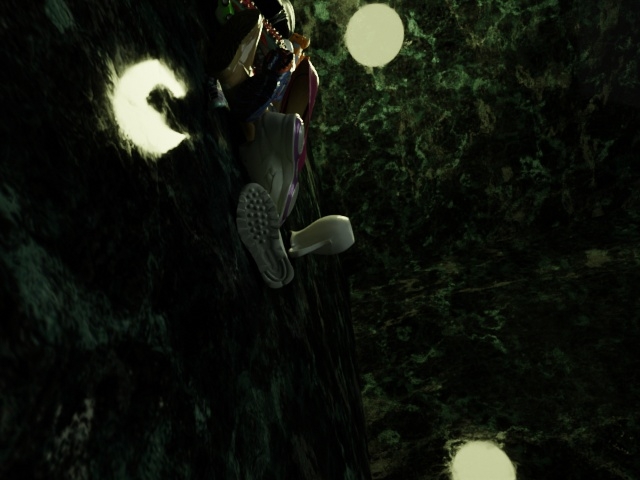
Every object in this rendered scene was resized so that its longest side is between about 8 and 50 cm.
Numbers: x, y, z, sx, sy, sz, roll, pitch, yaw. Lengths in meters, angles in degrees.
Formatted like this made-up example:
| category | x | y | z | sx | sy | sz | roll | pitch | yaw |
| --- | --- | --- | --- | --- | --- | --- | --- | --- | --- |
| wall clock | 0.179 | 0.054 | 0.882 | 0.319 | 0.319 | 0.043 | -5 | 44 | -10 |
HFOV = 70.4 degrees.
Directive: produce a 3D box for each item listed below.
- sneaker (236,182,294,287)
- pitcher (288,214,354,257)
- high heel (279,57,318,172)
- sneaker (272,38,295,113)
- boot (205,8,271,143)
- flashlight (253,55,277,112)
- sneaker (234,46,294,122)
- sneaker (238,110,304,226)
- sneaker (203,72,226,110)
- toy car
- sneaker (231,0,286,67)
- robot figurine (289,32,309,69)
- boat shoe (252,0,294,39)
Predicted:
| category | x | y | z | sx | sy | sz | roll | pitch | yaw |
| --- | --- | --- | --- | --- | --- | --- | --- | --- | --- |
| sneaker | -0.126 | -0.014 | 0.974 | 0.095 | 0.090 | 0.235 | -122 | -162 | -66 |
| pitcher | 0.000 | 0.000 | 1.456 | 0.178 | 0.207 | 0.126 | -84 | 159 | -69 |
| high heel | -0.094 | -0.353 | 1.363 | 0.181 | 0.127 | 0.378 | 83 | 17 | -69 |
| sneaker | -0.116 | -0.522 | 1.524 | 0.129 | 0.110 | 0.297 | 18 | -70 | 55 |
| boot | -0.172 | -0.382 | 1.117 | 0.269 | 0.089 | 0.236 | 64 | 44 | -58 |
| flashlight | -0.179 | -0.459 | 1.404 | 0.103 | 0.103 | 0.304 | 13 | 59 | -40 |
| sneaker | -0.120 | -0.344 | 1.045 | 0.221 | 0.083 | 0.087 | -58 | 163 | -26 |
| sneaker | -0.127 | -0.170 | 1.120 | 0.114 | 0.152 | 0.305 | -68 | 168 | -64 |
| sneaker | -0.221 | -0.305 | 0.923 | 0.098 | 0.038 | 0.069 | -113 | -176 | -64 |
| toy car | -0.238 | -0.541 | 1.216 | 0.239 | 0.053 | 0.225 | -62 | 137 | -82 |
| sneaker | -0.224 | -0.611 | 1.304 | 0.262 | 0.125 | 0.104 | 47 | 26 | -19 |
| robot figurine | -0.127 | -0.648 | 1.781 | 0.211 | 0.085 | 0.291 | 93 | 17 | -76 |
| boat shoe | -0.208 | -0.800 | 1.546 | 0.500 | 0.186 | 0.156 | 31 | 53 | -78 |
